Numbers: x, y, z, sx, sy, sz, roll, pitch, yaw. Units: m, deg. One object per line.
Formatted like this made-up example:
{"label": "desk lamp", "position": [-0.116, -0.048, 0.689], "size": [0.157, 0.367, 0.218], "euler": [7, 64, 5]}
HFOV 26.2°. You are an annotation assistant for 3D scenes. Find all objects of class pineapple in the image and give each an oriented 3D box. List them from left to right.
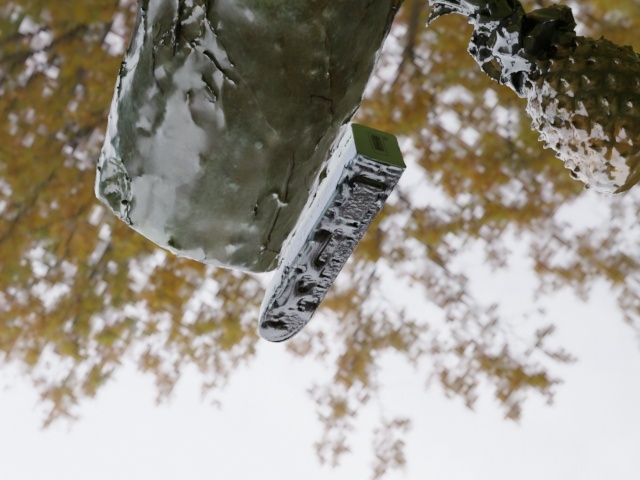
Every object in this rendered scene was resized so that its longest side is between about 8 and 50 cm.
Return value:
{"label": "pineapple", "position": [0.182, -0.149, 1.148], "size": [0.251, 0.125, 0.125], "euler": [43, -153, 15]}

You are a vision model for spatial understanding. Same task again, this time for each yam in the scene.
{"label": "yam", "position": [-0.042, -0.101, 0.787], "size": [0.154, 0.254, 0.154], "euler": [21, -159, -9]}

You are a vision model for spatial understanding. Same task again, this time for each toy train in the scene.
{"label": "toy train", "position": [0.000, 0.000, 1.240], "size": [0.052, 0.234, 0.051], "euler": [15, -142, -22]}
